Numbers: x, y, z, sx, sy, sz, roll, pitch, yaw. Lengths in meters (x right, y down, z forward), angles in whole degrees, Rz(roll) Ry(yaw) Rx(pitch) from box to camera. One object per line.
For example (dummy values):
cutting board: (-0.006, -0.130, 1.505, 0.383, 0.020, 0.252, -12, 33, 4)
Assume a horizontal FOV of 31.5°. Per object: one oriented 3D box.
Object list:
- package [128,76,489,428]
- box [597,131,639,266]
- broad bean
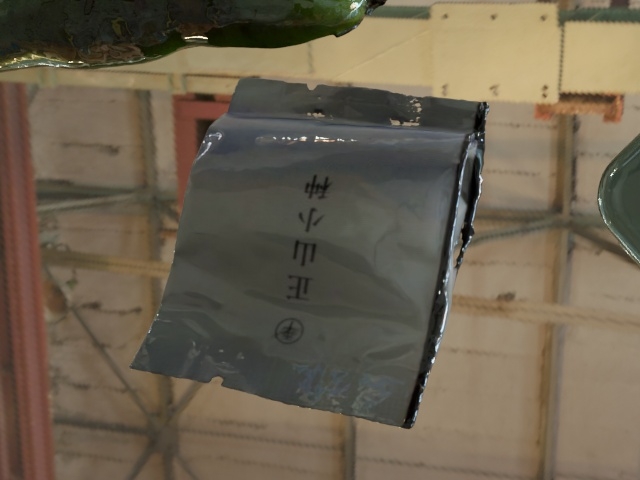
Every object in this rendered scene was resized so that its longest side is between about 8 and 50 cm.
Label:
package: (0.000, 0.000, 0.796, 0.204, 0.250, 0.062, 9, -26, 18)
box: (0.165, 0.013, 0.348, 0.093, 0.124, 0.172, -42, -111, 17)
broad bean: (-0.100, -0.149, 0.715, 0.339, 0.061, 0.077, -5, -38, 6)
